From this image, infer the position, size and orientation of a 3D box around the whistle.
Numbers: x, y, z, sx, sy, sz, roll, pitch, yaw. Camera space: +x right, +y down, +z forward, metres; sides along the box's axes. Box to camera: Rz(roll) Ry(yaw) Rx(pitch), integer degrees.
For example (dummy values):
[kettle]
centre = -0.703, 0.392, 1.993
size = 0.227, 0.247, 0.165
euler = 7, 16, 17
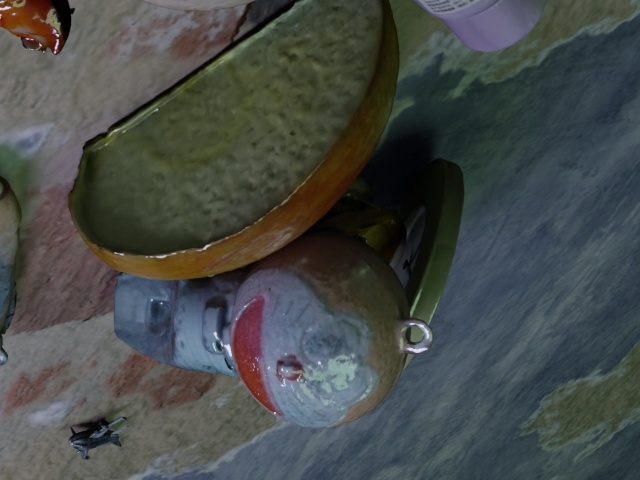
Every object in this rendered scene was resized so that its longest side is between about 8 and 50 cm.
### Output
[whistle]
centre = -0.061, 0.082, 1.534
size = 0.348, 0.189, 0.189
euler = 3, 167, 27

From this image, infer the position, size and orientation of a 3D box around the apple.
[apple]
centre = -0.058, -0.083, 1.447
size = 0.346, 0.254, 0.179
euler = -35, 111, 4

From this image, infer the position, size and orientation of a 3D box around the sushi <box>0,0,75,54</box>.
[sushi]
centre = -0.230, -0.219, 1.067
size = 0.103, 0.097, 0.226
euler = -21, 130, -12

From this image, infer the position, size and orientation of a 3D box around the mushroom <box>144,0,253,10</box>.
[mushroom]
centre = -0.084, -0.264, 1.090
size = 0.206, 0.209, 0.206
euler = -8, 122, -12

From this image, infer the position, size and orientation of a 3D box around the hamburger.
[hamburger]
centre = 0.000, 0.000, 1.677
size = 0.185, 0.113, 0.177
euler = -29, 148, -24

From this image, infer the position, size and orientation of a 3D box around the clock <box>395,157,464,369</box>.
[clock]
centre = 0.096, 0.029, 1.710
size = 0.029, 0.235, 0.235
euler = 20, 135, -9

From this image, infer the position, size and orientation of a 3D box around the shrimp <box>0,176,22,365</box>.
[shrimp]
centre = -0.345, 0.045, 1.425
size = 0.178, 0.075, 0.289
euler = -12, 149, -20

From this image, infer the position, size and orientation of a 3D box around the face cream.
[face cream]
centre = 0.092, -0.261, 1.362
size = 0.154, 0.096, 0.274
euler = -35, 140, 12

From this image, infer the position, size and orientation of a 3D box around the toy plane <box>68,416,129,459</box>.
[toy plane]
centre = -0.254, 0.222, 1.854
size = 0.078, 0.031, 0.083
euler = -46, 150, 25
